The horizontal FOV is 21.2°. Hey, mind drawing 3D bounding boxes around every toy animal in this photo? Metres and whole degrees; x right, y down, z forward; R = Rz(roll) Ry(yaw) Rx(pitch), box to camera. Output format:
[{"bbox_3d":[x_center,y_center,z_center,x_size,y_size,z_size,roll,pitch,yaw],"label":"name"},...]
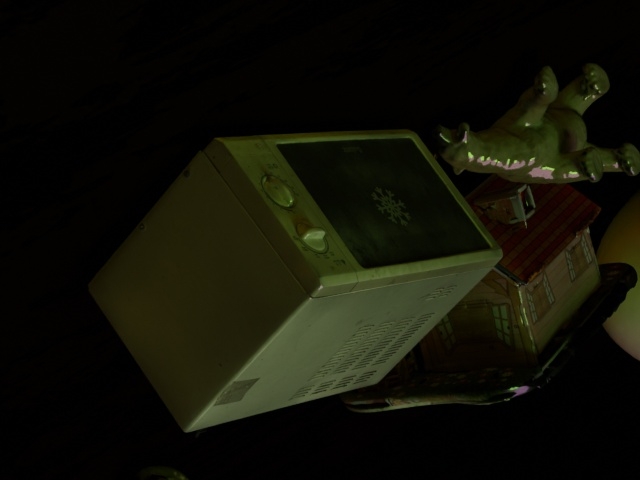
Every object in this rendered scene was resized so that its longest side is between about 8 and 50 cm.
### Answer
[{"bbox_3d":[0.180,-0.084,1.416,0.101,0.103,0.218,-16,180,28],"label":"toy animal"}]

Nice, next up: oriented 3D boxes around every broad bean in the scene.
[{"bbox_3d":[-0.171,0.292,1.816,0.077,0.061,0.339,-21,159,-16],"label":"broad bean"}]

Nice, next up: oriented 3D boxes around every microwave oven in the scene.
[{"bbox_3d":[-0.019,0.024,1.232,0.194,0.145,0.240,-44,160,30],"label":"microwave oven"}]

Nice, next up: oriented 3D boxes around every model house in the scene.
[{"bbox_3d":[0.134,0.025,1.514,0.207,0.154,0.294,-7,-164,32],"label":"model house"}]

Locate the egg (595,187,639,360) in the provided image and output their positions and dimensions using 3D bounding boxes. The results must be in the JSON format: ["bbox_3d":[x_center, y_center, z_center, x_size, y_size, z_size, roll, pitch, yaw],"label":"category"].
[{"bbox_3d":[0.468,0.027,1.886,0.345,0.283,0.283,-19,162,-1],"label":"egg"}]

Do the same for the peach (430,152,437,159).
[{"bbox_3d":[0.061,-0.030,1.374,0.098,0.061,0.098,13,90,-88],"label":"peach"}]
